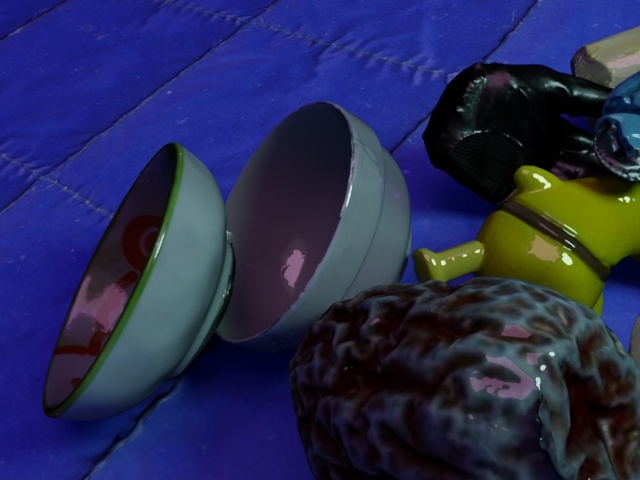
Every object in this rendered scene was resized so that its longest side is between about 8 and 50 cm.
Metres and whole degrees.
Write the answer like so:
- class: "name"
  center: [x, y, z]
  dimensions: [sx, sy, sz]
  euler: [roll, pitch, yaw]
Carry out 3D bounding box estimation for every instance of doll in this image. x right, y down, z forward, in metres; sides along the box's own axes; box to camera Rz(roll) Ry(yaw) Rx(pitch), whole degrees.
- class: "doll"
  center: [0.283, 0.005, 0.782]
  dimensions: [0.363, 0.199, 0.145]
  euler: [-17, 10, -8]

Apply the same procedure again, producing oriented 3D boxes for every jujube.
- class: "jujube"
  center: [0.109, 0.137, 0.601]
  dimensions: [0.226, 0.226, 0.317]
  euler: [-43, 14, -26]

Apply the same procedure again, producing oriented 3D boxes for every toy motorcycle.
- class: "toy motorcycle"
  center: [0.423, -0.115, 0.780]
  dimensions: [0.272, 0.124, 0.182]
  euler: [11, 55, -2]

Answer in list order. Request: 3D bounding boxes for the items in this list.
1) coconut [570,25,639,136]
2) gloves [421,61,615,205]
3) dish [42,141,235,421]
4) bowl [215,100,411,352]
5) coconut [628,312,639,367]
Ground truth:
- class: "coconut"
  center: [0.427, -0.214, 0.967]
  dimensions: [0.152, 0.147, 0.147]
  euler: [-14, 43, 17]
- class: "gloves"
  center: [0.287, -0.121, 0.902]
  dimensions: [0.301, 0.197, 0.152]
  euler: [27, 13, 7]
- class: "dish"
  center: [-0.183, 0.060, 0.807]
  dimensions: [0.124, 0.324, 0.324]
  euler: [27, 37, -23]
- class: "bowl"
  center: [0.000, 0.000, 0.819]
  dimensions: [0.287, 0.143, 0.287]
  euler: [-39, 39, 41]
- class: "coconut"
  center: [0.359, 0.129, 0.599]
  dimensions: [0.202, 0.222, 0.202]
  euler: [-7, 39, 6]
